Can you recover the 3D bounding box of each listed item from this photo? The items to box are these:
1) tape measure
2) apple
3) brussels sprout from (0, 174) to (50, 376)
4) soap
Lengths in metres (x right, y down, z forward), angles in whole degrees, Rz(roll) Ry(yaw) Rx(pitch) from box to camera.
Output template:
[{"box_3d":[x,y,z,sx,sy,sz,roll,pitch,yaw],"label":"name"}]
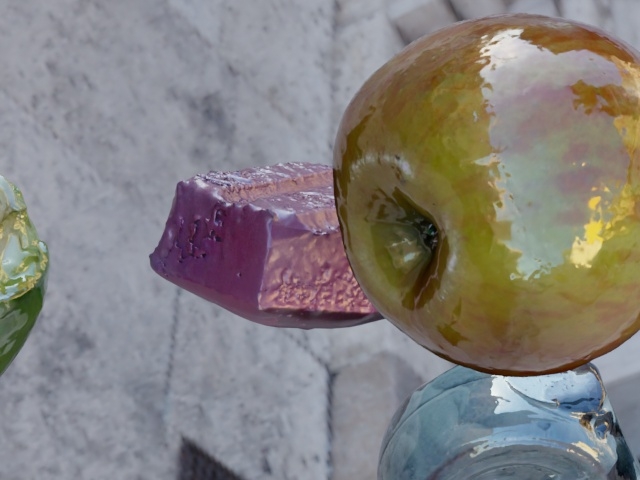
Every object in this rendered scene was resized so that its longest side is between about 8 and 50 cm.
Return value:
[{"box_3d":[0.193,0.242,1.413,0.256,0.275,0.147,61,12,-25],"label":"tape measure"},{"box_3d":[0.138,-0.039,1.117,0.301,0.301,0.301,46,32,-40],"label":"apple"},{"box_3d":[-0.462,0.034,1.408,0.371,0.315,0.276,39,22,-45],"label":"brussels sprout"},{"box_3d":[0.000,0.000,1.502,0.325,0.220,0.127,-12,120,-55],"label":"soap"}]
